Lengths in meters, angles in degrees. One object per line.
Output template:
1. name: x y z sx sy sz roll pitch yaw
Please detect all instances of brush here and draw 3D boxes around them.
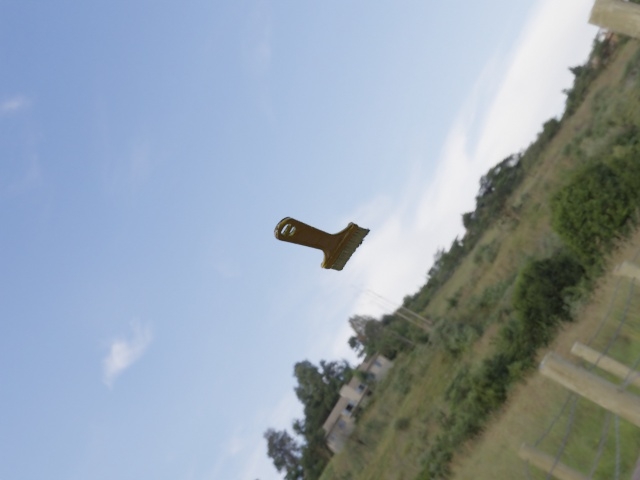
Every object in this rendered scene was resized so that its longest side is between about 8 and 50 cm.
1. brush: 0.000 0.000 0.823 0.082 0.010 0.218 -55 -29 11
